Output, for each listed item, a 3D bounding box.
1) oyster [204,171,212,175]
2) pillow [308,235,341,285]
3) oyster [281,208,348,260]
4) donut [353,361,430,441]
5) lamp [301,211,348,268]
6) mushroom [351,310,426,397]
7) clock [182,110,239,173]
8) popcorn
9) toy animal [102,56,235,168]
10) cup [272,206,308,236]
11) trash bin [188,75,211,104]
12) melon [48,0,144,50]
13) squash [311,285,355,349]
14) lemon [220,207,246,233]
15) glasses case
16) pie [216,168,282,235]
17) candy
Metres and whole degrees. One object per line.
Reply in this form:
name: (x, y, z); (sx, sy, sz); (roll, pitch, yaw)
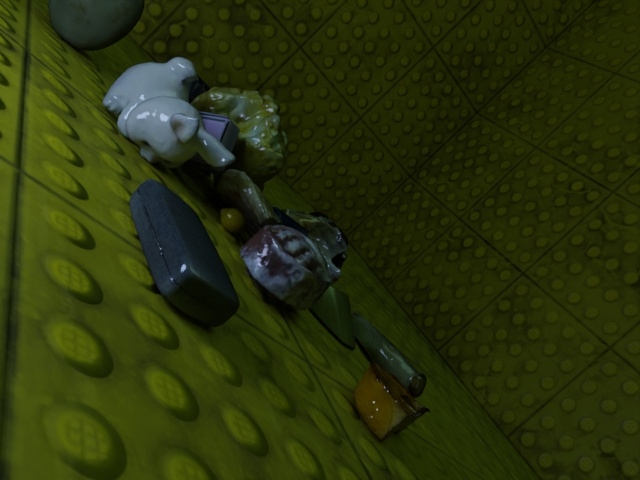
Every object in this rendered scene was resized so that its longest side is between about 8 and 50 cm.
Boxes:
oyster: (-0.415, -0.282, 1.964); (0.199, 0.061, 0.106); (50, -11, 14)
pillow: (-0.030, 0.060, 1.997); (0.229, 0.128, 0.051); (47, 47, 9)
oyster: (-0.054, -0.006, 2.136); (0.275, 0.100, 0.271); (-8, 54, -44)
donut: (0.142, 0.343, 1.319); (0.152, 0.101, 0.259); (48, 7, 23)
lamp: (0.000, 0.000, 2.287); (0.258, 0.180, 0.180); (46, 6, 3)
mushroom: (0.184, 0.332, 1.788); (0.333, 0.087, 0.107); (45, 1, 30)
clock: (-0.330, -0.271, 1.630); (0.194, 0.144, 0.073); (16, -10, 27)
popcorn: (-0.247, -0.297, 1.828); (0.292, 0.294, 0.334); (97, -29, -71)
toy animal: (-0.357, -0.302, 1.481); (0.367, 0.241, 0.196); (50, 9, 37)
cup: (-0.119, -0.019, 1.882); (0.138, 0.113, 0.150); (39, 8, -41)
trash bin: (-0.393, -0.401, 2.102); (0.252, 0.202, 0.301); (0, -33, 44)
melon: (-0.665, -0.718, 1.805); (0.272, 0.307, 0.272); (14, -6, 1)
squash: (0.007, 0.206, 1.710); (0.204, 0.154, 0.237); (6, -17, 33)
lemon: (-0.229, -0.053, 1.580); (0.083, 0.062, 0.062); (42, 7, -13)
glasses case: (-0.237, 0.011, 1.023); (0.131, 0.074, 0.323); (40, 8, -41)
pie: (-0.177, -0.069, 1.665); (0.337, 0.075, 0.337); (46, -13, 14)
candy: (-0.075, 0.060, 1.441); (0.214, 0.157, 0.289); (43, 5, 9)
